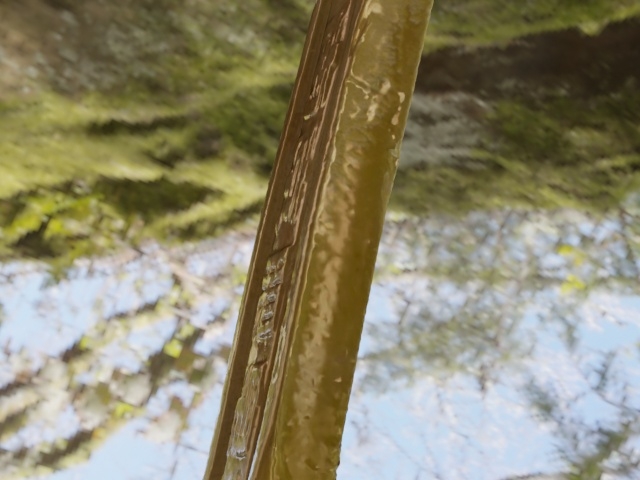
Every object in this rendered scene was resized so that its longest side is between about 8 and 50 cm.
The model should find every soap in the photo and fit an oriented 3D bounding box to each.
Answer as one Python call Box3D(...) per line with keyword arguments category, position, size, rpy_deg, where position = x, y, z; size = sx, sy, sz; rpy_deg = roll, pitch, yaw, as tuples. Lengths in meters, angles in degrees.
Box3D(category="soap", position=(-0.001, 0.000, 0.646), size=(0.092, 0.037, 0.252), rpy_deg=(150, -45, -70))
